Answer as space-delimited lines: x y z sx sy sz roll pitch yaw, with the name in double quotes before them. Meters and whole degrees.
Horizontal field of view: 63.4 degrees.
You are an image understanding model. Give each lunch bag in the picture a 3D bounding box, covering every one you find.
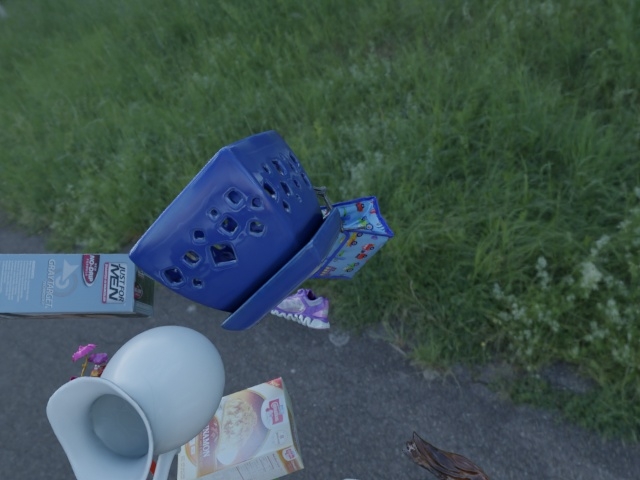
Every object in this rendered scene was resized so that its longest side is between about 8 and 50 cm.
"lunch bag" 0.000 0.000 1.338 0.293 0.138 0.221 -3 -32 -36

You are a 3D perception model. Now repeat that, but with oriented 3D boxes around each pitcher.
"pitcher" -0.171 0.189 0.534 0.125 0.178 0.207 -5 5 6

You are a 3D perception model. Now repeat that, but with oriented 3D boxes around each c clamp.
"c clamp" 0.005 -0.065 1.112 0.137 0.161 0.022 -14 46 24

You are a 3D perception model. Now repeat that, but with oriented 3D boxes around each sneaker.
"sneaker" -0.065 0.189 1.544 0.236 0.105 0.095 11 -1 35

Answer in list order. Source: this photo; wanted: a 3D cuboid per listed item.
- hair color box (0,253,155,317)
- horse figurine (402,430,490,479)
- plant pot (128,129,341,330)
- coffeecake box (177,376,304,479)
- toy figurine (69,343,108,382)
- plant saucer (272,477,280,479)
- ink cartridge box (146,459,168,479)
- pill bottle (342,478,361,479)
"hair color box" -0.534 0.095 1.016 0.373 0.114 0.185 0 -11 -6
"horse figurine" 0.136 0.335 0.516 0.174 0.264 0.066 5 -12 -7
"plant pot" -0.109 -0.011 0.816 0.236 0.212 0.236 -42 6 21
"coffeecake box" -0.133 0.325 0.851 0.185 0.068 0.142 -18 33 -2
"toy figurine" -0.748 0.420 1.698 0.172 0.160 0.130 8 7 -15
"plant saucer" -0.175 0.447 1.081 0.240 0.241 0.037 9 57 47
"ink cartridge box" -0.431 0.686 1.276 0.091 0.308 0.385 -34 5 12
"pill bottle" 0.141 0.933 1.572 0.204 0.204 0.362 -7 59 30
